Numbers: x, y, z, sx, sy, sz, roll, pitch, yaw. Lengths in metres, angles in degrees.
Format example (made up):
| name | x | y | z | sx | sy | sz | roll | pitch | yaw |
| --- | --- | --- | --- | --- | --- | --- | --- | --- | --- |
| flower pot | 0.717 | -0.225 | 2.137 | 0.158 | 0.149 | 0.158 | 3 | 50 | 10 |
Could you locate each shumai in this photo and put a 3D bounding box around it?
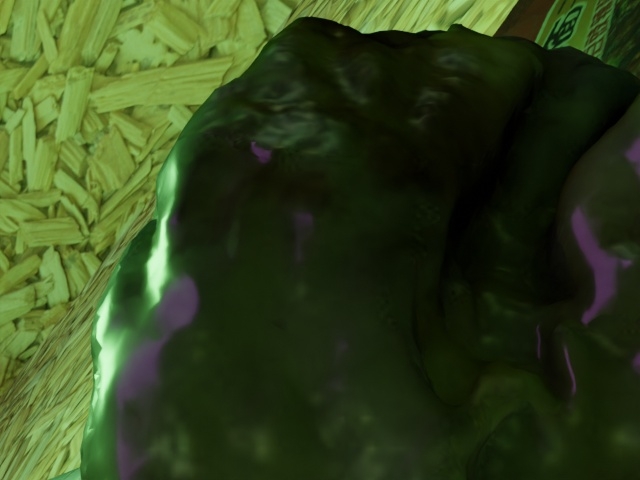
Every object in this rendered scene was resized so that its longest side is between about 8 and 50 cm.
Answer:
| name | x | y | z | sx | sy | sz | roll | pitch | yaw |
| --- | --- | --- | --- | --- | --- | --- | --- | --- | --- |
| shumai | 0.114 | 0.057 | 0.436 | 0.263 | 0.304 | 0.309 | -8 | 38 | 27 |

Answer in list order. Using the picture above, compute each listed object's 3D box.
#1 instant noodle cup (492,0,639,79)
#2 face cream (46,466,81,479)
| name | x | y | z | sx | sy | sz | roll | pitch | yaw |
| --- | --- | --- | --- | --- | --- | --- | --- | --- | --- |
| instant noodle cup | 0.164 | -0.088 | 0.703 | 0.274 | 0.090 | 0.274 | -53 | 14 | 18 |
| face cream | -0.160 | 0.178 | 0.874 | 0.198 | 0.057 | 0.084 | -24 | 21 | 42 |
